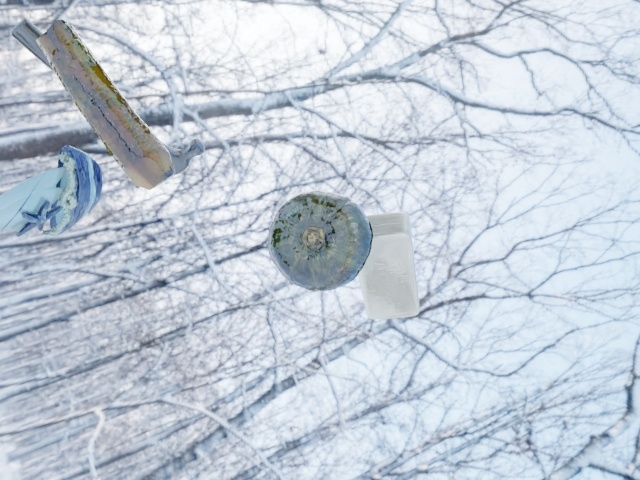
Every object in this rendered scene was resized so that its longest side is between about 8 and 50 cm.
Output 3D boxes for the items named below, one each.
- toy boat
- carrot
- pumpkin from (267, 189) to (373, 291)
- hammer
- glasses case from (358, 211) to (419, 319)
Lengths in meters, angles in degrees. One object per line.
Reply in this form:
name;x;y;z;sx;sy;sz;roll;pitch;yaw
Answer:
toy boat;-0.535;-0.056;1.188;0.070;0.291;0.210;41;-27;18
carrot;-0.297;-0.187;0.887;0.260;0.070;0.070;56;-29;-5
pumpkin;0.000;0.000;1.341;0.157;0.223;0.224;35;34;-80
hammer;-0.448;-0.288;1.338;0.440;0.168;0.044;45;23;-36
glasses case;0.163;0.071;1.565;0.336;0.144;0.076;76;11;-49
